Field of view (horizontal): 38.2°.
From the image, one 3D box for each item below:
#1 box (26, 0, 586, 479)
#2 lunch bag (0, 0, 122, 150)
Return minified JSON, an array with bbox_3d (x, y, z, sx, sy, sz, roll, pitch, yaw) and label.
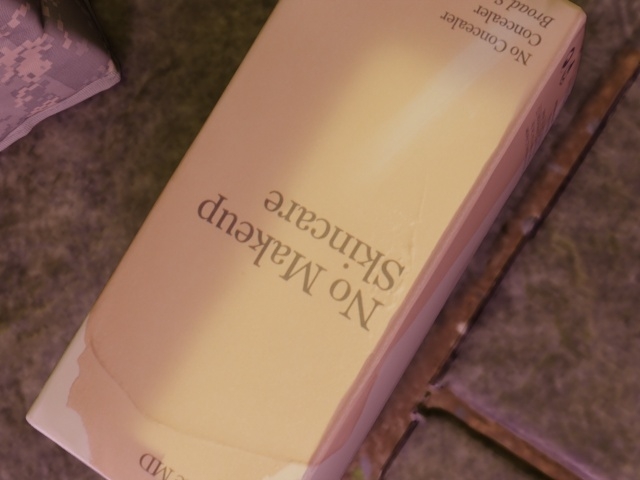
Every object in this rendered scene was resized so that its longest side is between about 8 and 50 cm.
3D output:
[{"bbox_3d":[0.000,0.000,0.497,0.148,0.121,0.311,29,87,14],"label":"box"},{"bbox_3d":[-0.279,-0.205,0.529,0.168,0.235,0.287,-30,76,8],"label":"lunch bag"}]
